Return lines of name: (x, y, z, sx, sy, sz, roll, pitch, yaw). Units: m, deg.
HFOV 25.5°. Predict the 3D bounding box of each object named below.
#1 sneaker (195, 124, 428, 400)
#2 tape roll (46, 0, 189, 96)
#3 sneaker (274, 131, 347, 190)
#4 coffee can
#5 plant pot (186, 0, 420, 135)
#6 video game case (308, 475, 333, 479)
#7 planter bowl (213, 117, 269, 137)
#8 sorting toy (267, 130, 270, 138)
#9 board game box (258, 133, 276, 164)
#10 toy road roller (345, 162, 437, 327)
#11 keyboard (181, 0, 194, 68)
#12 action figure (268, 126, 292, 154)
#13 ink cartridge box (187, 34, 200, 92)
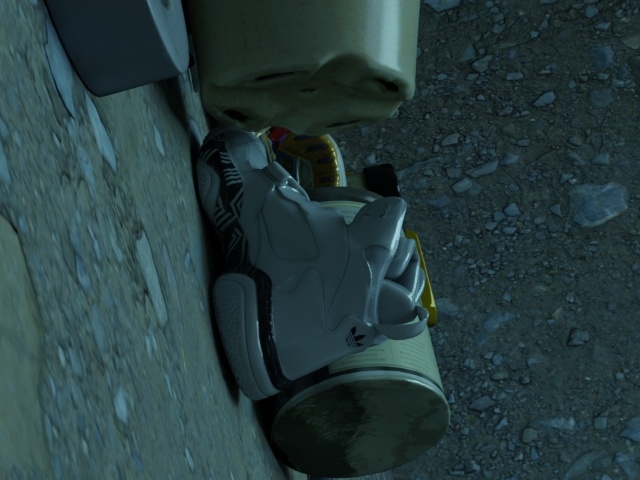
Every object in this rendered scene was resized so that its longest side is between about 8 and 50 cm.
sneaker: (-0.009, -0.003, 1.489, 0.365, 0.210, 0.137, -101, 175, -45)
tape roll: (-0.167, -0.225, 1.097, 0.219, 0.072, 0.219, -14, 90, -85)
sneaker: (0.000, 0.000, 1.887, 0.131, 0.112, 0.296, -1, 94, -78)
coffee can: (0.024, 0.104, 1.632, 0.201, 0.202, 0.275, 71, 6, -50)
plant pot: (-0.020, -0.285, 1.499, 0.334, 0.334, 0.305, 61, 25, -75)
video game case: (0.026, 0.421, 1.797, 0.274, 0.026, 0.196, -101, 175, -52)
planter bowl: (-0.081, -0.205, 1.783, 0.109, 0.162, 0.162, 50, 5, -1)
sorting toy: (-0.095, -0.213, 2.505, 0.083, 0.012, 0.062, -98, 173, -62)
board game box: (-0.081, -0.075, 1.972, 0.243, 0.042, 0.165, 68, 8, -62)
toy road roller: (0.051, 0.043, 2.347, 0.240, 0.203, 0.329, 100, -23, -72)
keyboard: (-0.174, -0.277, 1.501, 0.317, 0.033, 0.201, 47, 29, -80)
action figure: (-0.042, -0.210, 2.157, 0.091, 0.139, 0.280, 68, -7, -30)
ink cartridge box: (-0.081, -0.297, 1.720, 0.066, 0.189, 0.232, 38, 35, -61)
